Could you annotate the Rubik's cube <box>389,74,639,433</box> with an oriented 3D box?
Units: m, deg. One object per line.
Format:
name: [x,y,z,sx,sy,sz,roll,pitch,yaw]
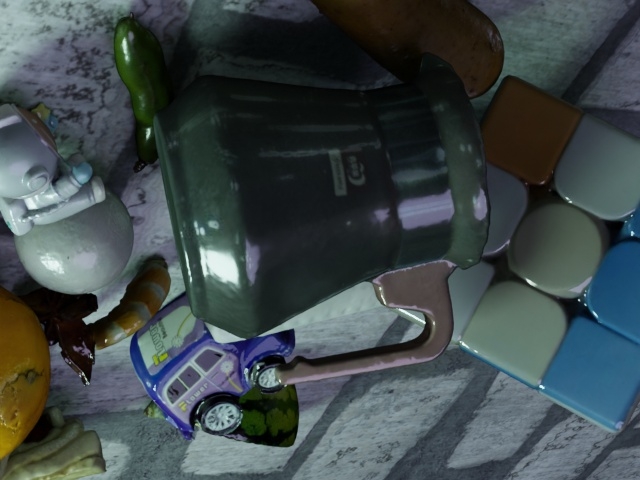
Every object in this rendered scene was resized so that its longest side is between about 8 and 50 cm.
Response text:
Rubik's cube: [0.336,0.024,1.731,0.344,0.347,0.346,-63,163,2]

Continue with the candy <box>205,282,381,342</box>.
candy: [-0.001,0.000,1.792,0.358,0.145,0.208,-13,142,-25]

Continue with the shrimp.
shrimp: [-0.284,0.092,1.768,0.166,0.161,0.049,-12,127,38]

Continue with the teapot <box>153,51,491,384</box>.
teapot: [0.012,-0.024,1.493,0.361,0.305,0.376,-11,100,-7]

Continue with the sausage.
sausage: [0.070,-0.289,1.485,0.136,0.123,0.501,-29,147,21]

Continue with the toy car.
toy car: [-0.160,0.156,1.866,0.235,0.172,0.158,-39,131,5]

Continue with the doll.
doll: [-0.321,-0.052,1.490,0.151,0.151,0.287,-29,142,-2]

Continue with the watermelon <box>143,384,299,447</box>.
watermelon: [-0.115,0.286,2.090,0.303,0.128,0.159,16,126,-47]

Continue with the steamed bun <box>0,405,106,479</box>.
steamed bun: [-0.508,0.285,1.778,0.428,0.189,0.247,-13,172,-22]

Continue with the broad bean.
broad bean: [-0.202,-0.172,1.501,0.065,0.046,0.254,-21,146,-15]

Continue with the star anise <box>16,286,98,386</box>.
star anise: [-0.309,0.077,1.687,0.144,0.158,0.140,-31,154,-43]

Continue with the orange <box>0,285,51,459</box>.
orange: [-0.450,0.160,1.565,0.246,0.246,0.246,-20,145,-15]
